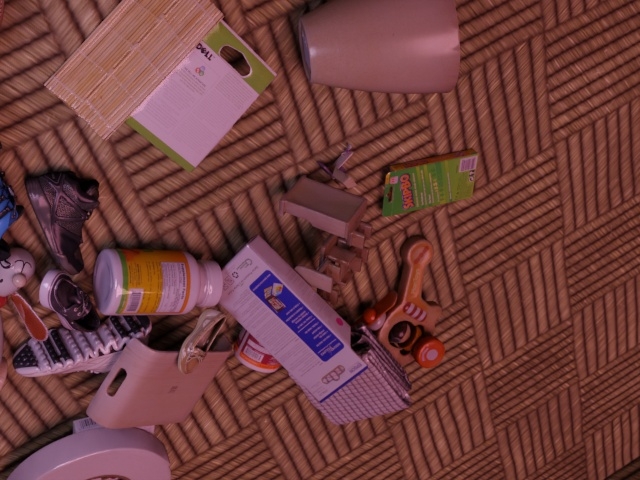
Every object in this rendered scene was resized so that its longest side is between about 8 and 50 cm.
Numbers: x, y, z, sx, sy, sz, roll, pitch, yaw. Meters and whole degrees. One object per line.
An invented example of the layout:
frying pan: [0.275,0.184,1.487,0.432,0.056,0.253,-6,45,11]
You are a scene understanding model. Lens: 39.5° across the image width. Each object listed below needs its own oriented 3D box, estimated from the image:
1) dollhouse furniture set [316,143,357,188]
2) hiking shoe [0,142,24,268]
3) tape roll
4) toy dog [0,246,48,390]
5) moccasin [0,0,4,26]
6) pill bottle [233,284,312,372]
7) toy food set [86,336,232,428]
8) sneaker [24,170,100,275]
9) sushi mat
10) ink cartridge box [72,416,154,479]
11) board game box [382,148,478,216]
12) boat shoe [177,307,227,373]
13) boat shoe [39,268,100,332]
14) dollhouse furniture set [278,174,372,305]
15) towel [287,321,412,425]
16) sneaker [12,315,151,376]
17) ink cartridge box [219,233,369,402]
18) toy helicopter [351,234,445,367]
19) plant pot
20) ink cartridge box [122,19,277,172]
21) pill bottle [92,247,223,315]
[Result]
dollhouse furniture set: [0.070,-0.155,1.952,0.081,0.114,0.091,-47,130,-1]
hiking shoe: [-0.593,-0.090,1.584,0.132,0.113,0.304,7,124,-27]
tape roll: [-0.540,0.582,2.070,0.392,0.072,0.392,-18,138,-17]
toy dog: [-0.645,0.188,1.713,0.220,0.161,0.333,-5,123,-30]
moccasin: [-0.613,-0.263,1.429,0.139,0.147,0.380,25,105,-41]
pill bottle: [-0.109,0.188,2.072,0.121,0.121,0.221,12,114,-37]
toy food set: [-0.355,0.304,1.992,0.306,0.092,0.219,9,120,-55]
sneaker: [-0.471,-0.037,1.715,0.130,0.087,0.227,-19,124,-12]
sushi mat: [-0.330,-0.338,1.580,0.151,0.019,0.316,45,94,2]
ink cartridge box: [-0.489,0.487,2.104,0.181,0.056,0.224,-11,138,-26]
board game box: [0.258,-0.138,2.132,0.260,0.039,0.124,-15,127,-26]
boat shoe: [-0.253,0.218,1.902,0.153,0.048,0.056,-61,145,-14]
boat shoe: [-0.489,0.128,1.768,0.228,0.076,0.080,90,18,-60]
dollhouse furniture set: [0.000,0.000,1.977,0.212,0.161,0.242,-52,156,-43]
towel: [0.072,0.339,2.238,0.235,0.121,0.283,-17,134,24]
sneaker: [-0.498,0.242,1.887,0.292,0.110,0.118,-14,136,-23]
ink cartridge box: [-0.068,0.174,1.938,0.176,0.371,0.069,-43,-179,35]
toy helicopter: [0.206,0.156,2.268,0.235,0.140,0.354,1,110,-22]
plant pot: [0.102,-0.392,1.742,0.274,0.256,0.256,-11,128,-6]
ink cartridge box: [-0.238,-0.285,1.682,0.255,0.097,0.189,-47,132,3]
pill bottle: [-0.335,0.087,1.852,0.246,0.136,0.136,3,119,-33]
